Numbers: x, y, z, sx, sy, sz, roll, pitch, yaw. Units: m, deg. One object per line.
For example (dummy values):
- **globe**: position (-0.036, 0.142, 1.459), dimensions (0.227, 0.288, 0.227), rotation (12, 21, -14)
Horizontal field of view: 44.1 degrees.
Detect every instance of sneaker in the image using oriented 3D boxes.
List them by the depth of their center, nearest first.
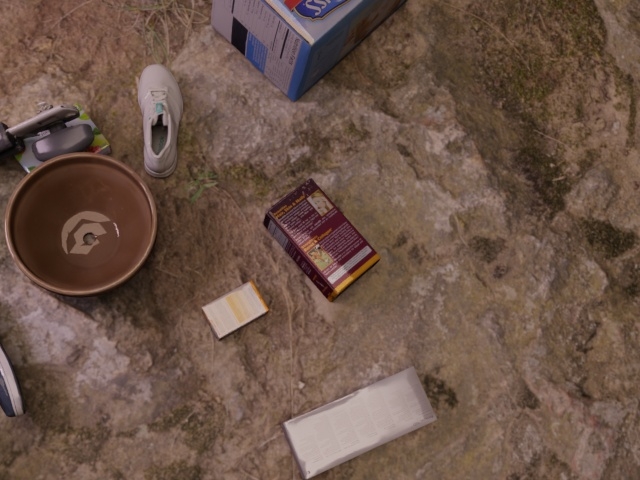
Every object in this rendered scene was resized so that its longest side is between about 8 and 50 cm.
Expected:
- **sneaker**: position (-0.564, 0.202, 1.215), dimensions (0.163, 0.086, 0.226), rotation (-26, 70, -26)
- **sneaker**: position (-0.280, -0.223, 1.385), dimensions (0.080, 0.094, 0.212), rotation (-4, 75, -9)

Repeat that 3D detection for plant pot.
- **plant pot**: position (-0.386, -0.017, 1.301), dimensions (0.237, 0.110, 0.237), rotation (2, 75, -8)

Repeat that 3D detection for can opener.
- **can opener**: position (-0.518, -0.151, 1.301), dimensions (0.280, 0.074, 0.093), rotation (-20, 84, 3)

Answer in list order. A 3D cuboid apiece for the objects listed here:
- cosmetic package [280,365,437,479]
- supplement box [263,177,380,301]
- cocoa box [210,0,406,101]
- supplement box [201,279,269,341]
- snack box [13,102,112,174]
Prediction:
- **cosmetic package**: position (0.063, 0.301, 1.307), dimensions (0.239, 0.060, 0.098), rotation (-20, 76, -14)
- **supplement box**: position (0.000, 0.000, 1.372), dimensions (0.104, 0.081, 0.188), rotation (-39, 84, -16)
- **cocoa box**: position (0.005, -0.471, 1.428), dimensions (0.228, 0.231, 0.347), rotation (44, 73, 4)
- **supplement box**: position (-0.145, 0.119, 1.339), dimensions (0.098, 0.036, 0.062), rotation (-28, 81, -15)
- **snack box**: position (-0.450, -0.159, 1.369), dimensions (0.141, 0.037, 0.100), rotation (-37, 81, -15)
